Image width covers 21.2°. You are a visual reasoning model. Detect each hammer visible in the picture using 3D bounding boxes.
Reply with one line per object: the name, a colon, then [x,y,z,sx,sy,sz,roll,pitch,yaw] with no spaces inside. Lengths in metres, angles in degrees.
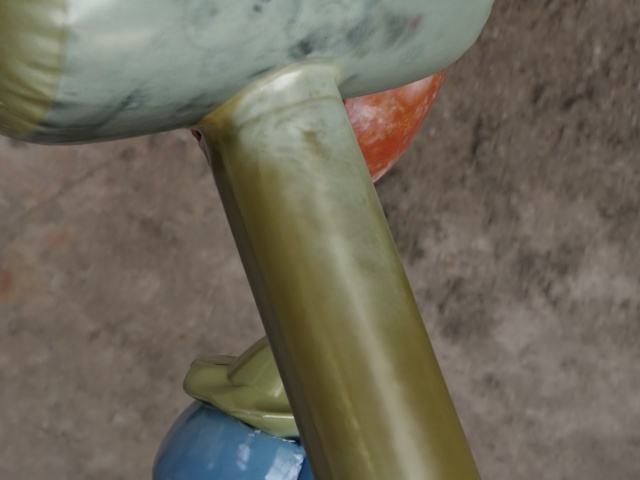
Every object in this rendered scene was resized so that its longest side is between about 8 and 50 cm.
hammer: [0.000,0.000,0.505,0.113,0.202,0.305,-32,76,53]

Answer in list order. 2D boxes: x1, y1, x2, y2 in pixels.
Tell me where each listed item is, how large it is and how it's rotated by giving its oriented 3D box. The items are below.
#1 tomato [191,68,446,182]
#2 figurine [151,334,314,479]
tomato: [0.003,-0.140,1.084,0.200,0.140,0.233,39,135,45]
figurine: [-0.059,0.177,1.102,0.154,0.180,0.262,35,105,-2]
